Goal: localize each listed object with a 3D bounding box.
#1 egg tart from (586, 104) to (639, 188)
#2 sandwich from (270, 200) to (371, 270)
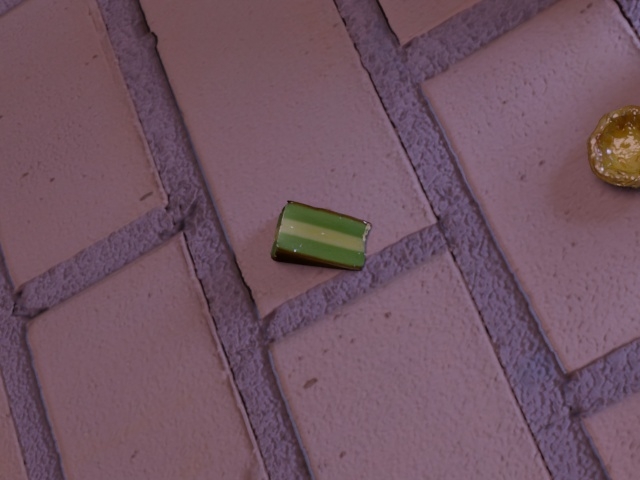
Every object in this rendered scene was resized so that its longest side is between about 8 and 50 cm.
[{"bbox_3d":[0.369,-0.108,1.583,0.105,0.039,0.105,-8,70,23],"label":"egg tart"},{"bbox_3d":[0.000,0.000,1.737,0.117,0.074,0.074,14,77,-5],"label":"sandwich"}]
